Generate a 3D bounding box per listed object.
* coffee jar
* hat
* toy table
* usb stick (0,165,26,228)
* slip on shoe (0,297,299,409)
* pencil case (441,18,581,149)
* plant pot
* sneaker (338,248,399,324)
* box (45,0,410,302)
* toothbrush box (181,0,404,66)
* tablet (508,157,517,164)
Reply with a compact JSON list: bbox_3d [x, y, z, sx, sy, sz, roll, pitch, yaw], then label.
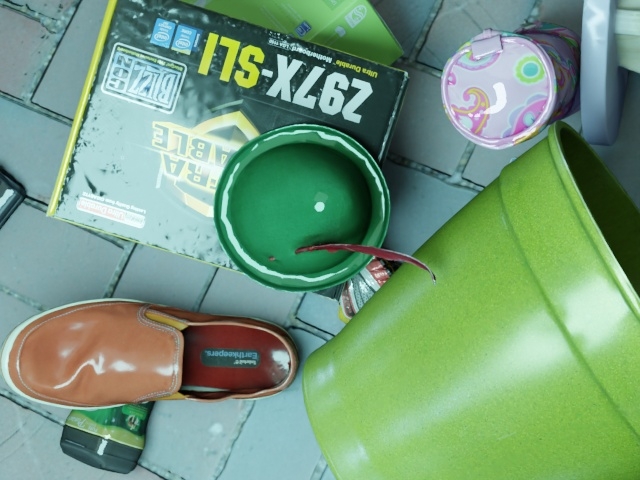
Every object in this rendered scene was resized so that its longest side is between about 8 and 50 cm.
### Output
[{"bbox_3d":[-0.229,0.170,1.614,0.096,0.079,0.184,10,77,43],"label":"coffee jar"},{"bbox_3d":[-0.010,-0.030,1.363,0.208,0.183,0.173,-10,92,2],"label":"hat"},{"bbox_3d":[0.370,-0.233,1.489,0.161,0.252,0.274,6,120,20],"label":"toy table"},{"bbox_3d":[-0.471,0.025,1.744,0.077,0.045,0.278,37,88,14],"label":"usb stick"},{"bbox_3d":[-0.178,0.125,1.528,0.331,0.101,0.123,3,86,-15],"label":"slip on shoe"},{"bbox_3d":[0.211,-0.169,1.481,0.124,0.284,0.124,4,102,18],"label":"pencil case"},{"bbox_3d":[0.185,0.128,1.400,0.353,0.366,0.366,-32,69,18],"label":"plant pot"},{"bbox_3d":[0.000,0.000,1.598,0.093,0.088,0.225,-42,65,10],"label":"sneaker"},{"bbox_3d":[-0.096,-0.103,1.490,0.322,0.079,0.257,17,94,-6],"label":"box"},{"bbox_3d":[-0.082,-0.210,1.629,0.283,0.122,0.206,-40,50,1],"label":"toothbrush box"},{"bbox_3d":[0.225,-0.048,1.591,0.054,0.006,0.083,21,81,20],"label":"tablet"}]
